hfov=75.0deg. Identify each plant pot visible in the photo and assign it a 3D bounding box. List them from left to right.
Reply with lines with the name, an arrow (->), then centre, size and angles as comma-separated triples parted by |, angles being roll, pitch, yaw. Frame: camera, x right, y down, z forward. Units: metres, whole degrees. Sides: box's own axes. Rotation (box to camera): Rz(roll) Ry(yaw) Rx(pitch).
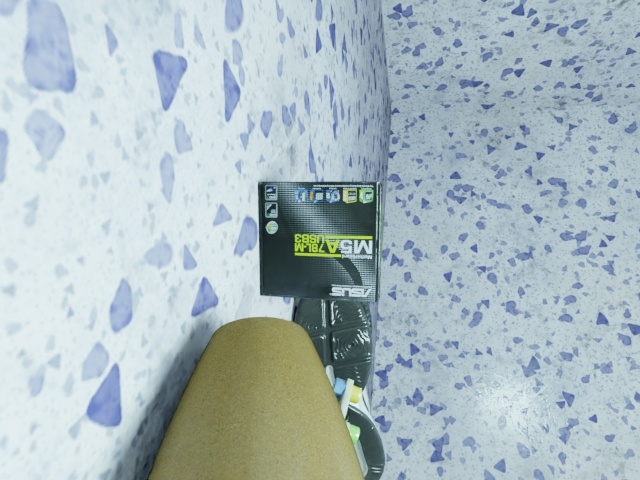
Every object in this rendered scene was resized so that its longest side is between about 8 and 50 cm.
plant pot -> -0.062, 0.216, 0.423 | 0.237, 0.237, 0.254 | 75, 9, -50

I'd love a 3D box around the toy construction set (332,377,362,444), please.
toy construction set -> -0.031, 0.387, 0.663 | 0.327, 0.151, 0.215 | -40, 155, -62

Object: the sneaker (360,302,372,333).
sneaker -> 0.091, 0.196, 1.192 | 0.139, 0.125, 0.341 | 48, 48, -77

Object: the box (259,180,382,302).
box -> 0.000, 0.000, 0.652 | 0.045, 0.190, 0.184 | -26, 118, -77

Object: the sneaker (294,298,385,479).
sneaker -> 0.018, 0.296, 0.954 | 0.257, 0.169, 0.447 | -163, -116, -80
